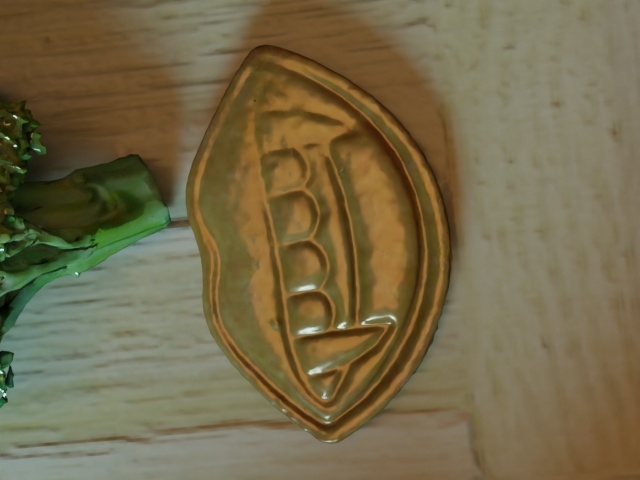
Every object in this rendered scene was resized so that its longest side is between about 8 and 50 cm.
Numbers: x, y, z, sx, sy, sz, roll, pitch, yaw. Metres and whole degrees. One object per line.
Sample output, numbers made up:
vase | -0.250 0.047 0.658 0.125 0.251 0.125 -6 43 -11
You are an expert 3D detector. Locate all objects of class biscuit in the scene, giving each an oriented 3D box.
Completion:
biscuit | 0.000 0.000 0.982 0.142 0.029 0.220 -7 87 7

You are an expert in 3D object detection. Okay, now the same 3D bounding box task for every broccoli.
broccoli | -0.174 -0.004 0.966 0.194 0.194 0.219 -32 61 6
